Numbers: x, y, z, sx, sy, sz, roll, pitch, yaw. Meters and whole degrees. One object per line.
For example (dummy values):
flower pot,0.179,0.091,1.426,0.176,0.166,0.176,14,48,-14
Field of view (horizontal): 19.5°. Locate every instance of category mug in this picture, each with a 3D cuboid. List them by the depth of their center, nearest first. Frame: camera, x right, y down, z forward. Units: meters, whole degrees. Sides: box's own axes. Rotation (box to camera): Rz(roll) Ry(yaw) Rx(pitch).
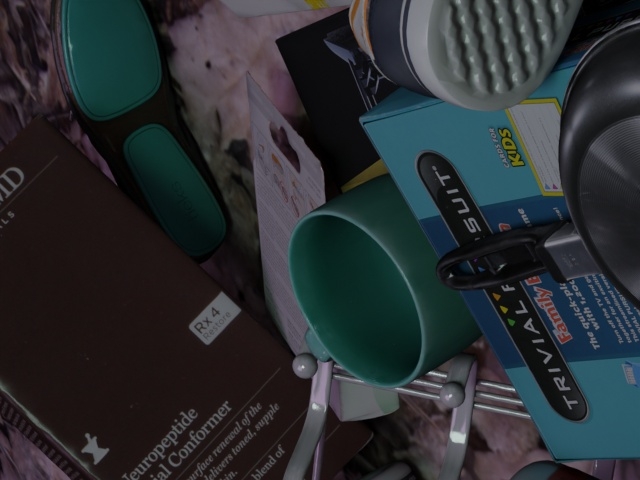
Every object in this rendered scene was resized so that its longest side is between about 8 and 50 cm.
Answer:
mug,0.048,0.019,1.234,0.158,0.097,0.129,7,120,52

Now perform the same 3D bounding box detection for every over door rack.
over door rack,0.089,0.231,1.361,0.239,0.108,0.324,11,121,15

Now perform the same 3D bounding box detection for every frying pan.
frying pan,0.146,-0.025,0.947,0.326,0.053,0.197,9,129,43

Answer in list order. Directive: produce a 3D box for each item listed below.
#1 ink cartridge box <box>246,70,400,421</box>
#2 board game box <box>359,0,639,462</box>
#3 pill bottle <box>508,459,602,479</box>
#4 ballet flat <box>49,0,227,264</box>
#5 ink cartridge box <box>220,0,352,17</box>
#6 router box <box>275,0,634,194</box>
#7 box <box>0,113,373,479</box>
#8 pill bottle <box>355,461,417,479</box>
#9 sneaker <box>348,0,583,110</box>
ink cartridge box,0.000,0.000,1.427,0.181,0.056,0.224,-128,30,-55
board game box,0.202,-0.005,1.013,0.336,0.079,0.253,-10,114,55
pill bottle,0.253,0.294,1.126,0.363,0.210,0.210,22,132,18
ballet flat,-0.170,-0.105,1.604,0.096,0.095,0.280,2,114,66
ink cartridge box,0.001,-0.258,1.141,0.168,0.171,0.233,44,156,-30
router box,0.124,-0.068,1.234,0.309,0.081,0.243,-12,102,56
box,-0.161,0.100,1.527,0.381,0.191,0.143,43,165,0
pill bottle,0.068,0.283,1.530,0.184,0.103,0.103,61,147,2
sneaker,0.114,-0.223,0.984,0.126,0.321,0.127,35,174,-30
